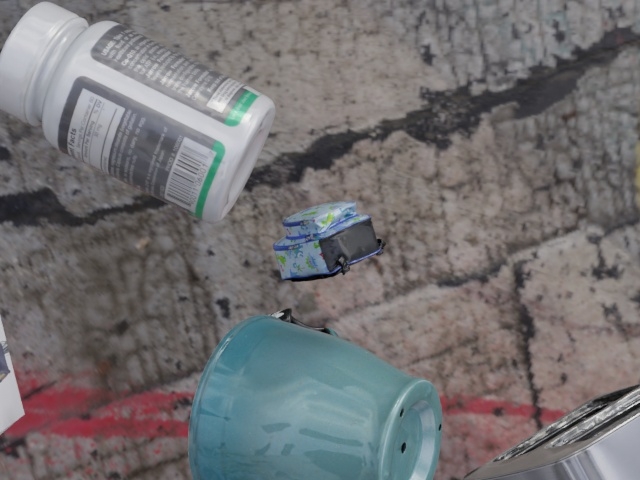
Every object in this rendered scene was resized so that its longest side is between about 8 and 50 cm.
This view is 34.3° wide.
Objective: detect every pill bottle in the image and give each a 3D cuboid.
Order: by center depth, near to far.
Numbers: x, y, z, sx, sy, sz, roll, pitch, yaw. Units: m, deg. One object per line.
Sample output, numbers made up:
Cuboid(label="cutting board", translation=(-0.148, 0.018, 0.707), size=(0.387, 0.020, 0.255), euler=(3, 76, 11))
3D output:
Cuboid(label="pill bottle", translation=(-0.265, -0.187, 1.483), size=(0.361, 0.204, 0.204), euler=(27, 88, 1))

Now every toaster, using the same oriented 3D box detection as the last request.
Cuboid(label="toaster", translation=(0.187, 0.154, 0.617), size=(0.185, 0.168, 0.110), euler=(-25, 80, -20))

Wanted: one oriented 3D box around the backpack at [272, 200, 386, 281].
Cuboid(label="backpack", translation=(0.000, 0.000, 1.267), size=(0.105, 0.114, 0.084), euler=(-25, 98, -47))

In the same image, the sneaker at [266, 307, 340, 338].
Cuboid(label="sneaker", translation=(0.010, 0.220, 1.683), size=(0.302, 0.108, 0.121), euler=(37, 121, -25))

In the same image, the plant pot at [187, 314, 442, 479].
Cuboid(label="plant pot", translation=(0.011, 0.251, 1.354), size=(0.271, 0.255, 0.272), euler=(-22, 116, -57))

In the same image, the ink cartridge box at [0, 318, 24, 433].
Cuboid(label="ink cartridge box", translation=(-0.508, 0.147, 1.353), size=(0.172, 0.100, 0.237), euler=(-11, 96, 10))
